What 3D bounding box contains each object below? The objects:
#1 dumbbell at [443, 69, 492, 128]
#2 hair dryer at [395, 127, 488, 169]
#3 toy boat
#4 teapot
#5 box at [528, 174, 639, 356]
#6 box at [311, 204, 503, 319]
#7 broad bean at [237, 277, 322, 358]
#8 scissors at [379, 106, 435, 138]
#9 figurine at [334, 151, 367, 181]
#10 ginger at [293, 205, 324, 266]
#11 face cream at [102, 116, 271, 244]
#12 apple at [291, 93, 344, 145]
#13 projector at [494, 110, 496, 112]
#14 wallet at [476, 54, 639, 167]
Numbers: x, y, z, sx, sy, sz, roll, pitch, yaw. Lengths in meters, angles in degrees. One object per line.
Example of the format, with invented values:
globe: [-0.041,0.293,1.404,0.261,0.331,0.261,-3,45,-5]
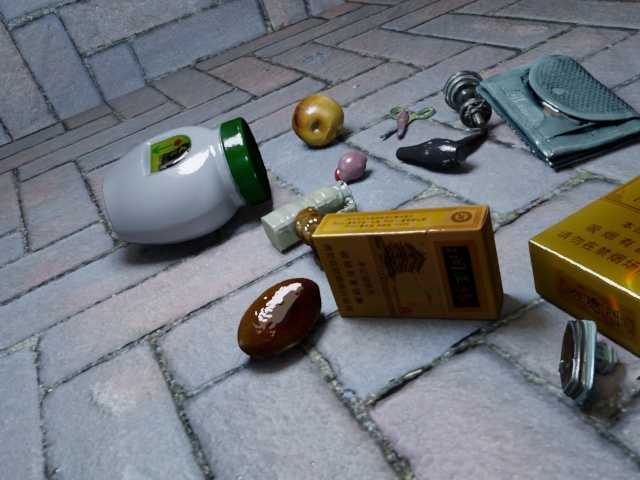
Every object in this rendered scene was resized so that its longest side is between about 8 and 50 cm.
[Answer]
dumbbell: [0.377,-0.340,1.554,0.110,0.110,0.254,-14,34,9]
hair dryer: [0.312,-0.226,1.467,0.219,0.075,0.196,-24,20,-29]
toy boat: [0.355,0.156,0.821,0.066,0.059,0.140,20,41,6]
teapot: [-0.015,-0.053,1.333,0.201,0.077,0.107,-30,37,-18]
box: [0.554,-0.006,0.908,0.416,0.115,0.264,-28,31,-13]
box: [0.142,0.038,1.004,0.274,0.174,0.076,-2,36,27]
broad bean: [-0.068,0.134,1.055,0.114,0.084,0.165,14,50,36]
scissors: [0.224,-0.321,1.686,0.134,0.019,0.187,8,38,30]
figurine: [0.073,-0.177,1.493,0.083,0.067,0.071,-54,23,-22]
ginger: [0.000,0.000,1.222,0.073,0.103,0.162,-42,25,5]
face cream: [-0.316,-0.138,1.478,0.357,0.219,0.312,-18,47,4]
apple: [-0.010,-0.328,1.707,0.147,0.146,0.146,-14,31,8]
projector: [0.493,-0.344,1.536,0.115,0.061,0.147,-16,31,3]
wallet: [0.525,-0.306,1.378,0.237,0.075,0.342,-18,44,-4]
